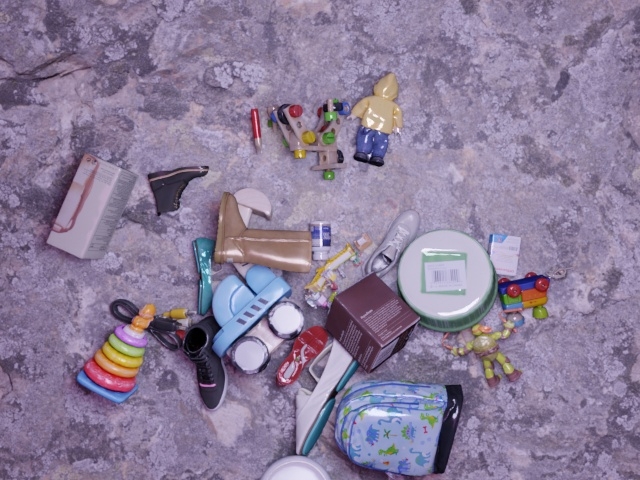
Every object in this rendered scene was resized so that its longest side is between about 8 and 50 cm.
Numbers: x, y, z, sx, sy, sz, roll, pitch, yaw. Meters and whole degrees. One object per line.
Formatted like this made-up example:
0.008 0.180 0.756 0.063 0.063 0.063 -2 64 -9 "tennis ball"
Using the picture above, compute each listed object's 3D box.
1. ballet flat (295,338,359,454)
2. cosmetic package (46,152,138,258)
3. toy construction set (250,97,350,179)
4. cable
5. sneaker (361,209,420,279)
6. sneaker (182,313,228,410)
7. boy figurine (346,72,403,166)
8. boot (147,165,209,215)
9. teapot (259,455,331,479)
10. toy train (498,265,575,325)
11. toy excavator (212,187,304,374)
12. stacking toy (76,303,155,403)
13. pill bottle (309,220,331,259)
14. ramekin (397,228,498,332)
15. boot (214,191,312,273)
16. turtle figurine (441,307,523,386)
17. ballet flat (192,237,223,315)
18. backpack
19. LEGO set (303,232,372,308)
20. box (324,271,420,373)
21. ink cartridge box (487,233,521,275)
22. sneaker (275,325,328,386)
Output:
0.005 0.457 1.744 0.139 0.139 0.400 30 86 1 "ballet flat"
-0.699 -0.102 1.742 0.129 0.153 0.296 23 88 3 "cosmetic package"
-0.054 -0.295 1.717 0.308 0.257 0.237 0 102 21 "toy construction set"
-0.526 0.262 1.794 0.287 0.072 0.140 11 107 13 "cable"
0.228 0.019 1.737 0.099 0.121 0.262 33 90 1 "sneaker"
-0.359 0.379 1.719 0.104 0.147 0.296 -2 87 17 "sneaker"
0.173 -0.383 1.760 0.177 0.092 0.285 12 89 1 "boy figurine"
-0.437 -0.159 1.783 0.197 0.077 0.137 -9 94 14 "boot"
-0.071 0.776 1.702 0.256 0.187 0.252 34 67 13 "teapot"
0.678 0.174 1.742 0.247 0.105 0.144 -12 99 1 "toy train"
-0.216 0.120 1.702 0.433 0.222 0.445 -44 84 -10 "toy excavator"
-0.588 0.321 1.713 0.165 0.175 0.302 30 93 0 "stacking toy"
0.000 0.000 1.768 0.067 0.067 0.120 -1 89 1 "pill bottle"
0.370 0.112 1.672 0.303 0.148 0.304 -4 73 14 "ramekin"
-0.161 -0.021 1.629 0.269 0.089 0.236 4 68 -6 "boot"
0.525 0.330 1.719 0.269 0.087 0.217 -29 96 19 "turtle figurine"
-0.348 0.112 1.769 0.087 0.083 0.247 -5 91 -13 "ballet flat"
0.219 0.551 1.681 0.355 0.273 0.290 14 107 13 "backpack"
0.065 0.109 1.749 0.287 0.132 0.107 -47 106 -22 "LEGO set"
0.148 0.240 1.655 0.167 0.168 0.203 -29 63 -31 "box"
0.569 0.046 1.764 0.088 0.052 0.123 8 88 2 "ink cartridge box"
-0.071 0.363 1.758 0.087 0.128 0.221 45 61 4 "sneaker"
